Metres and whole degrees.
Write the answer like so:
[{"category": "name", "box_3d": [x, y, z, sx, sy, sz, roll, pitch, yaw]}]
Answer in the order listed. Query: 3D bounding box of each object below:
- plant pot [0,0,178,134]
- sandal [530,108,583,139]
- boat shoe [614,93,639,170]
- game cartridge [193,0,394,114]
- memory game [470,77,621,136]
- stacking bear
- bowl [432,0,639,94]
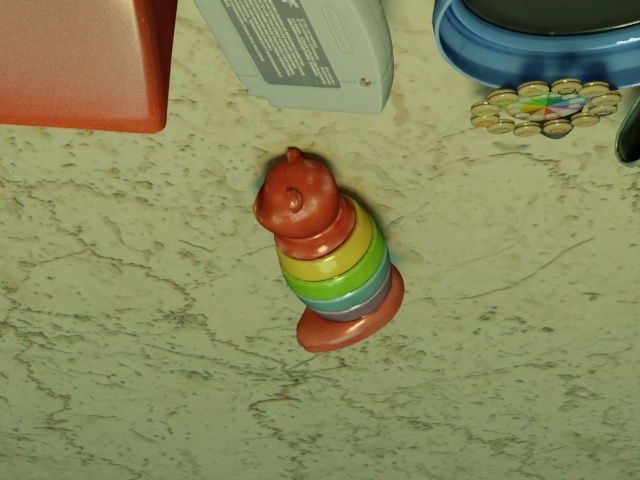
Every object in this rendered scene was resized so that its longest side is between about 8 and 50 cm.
[{"category": "plant pot", "box_3d": [-0.282, -0.290, 1.439, 0.267, 0.267, 0.236, 3, 135, -4]}, {"category": "sandal", "box_3d": [0.304, -0.180, 1.781, 0.067, 0.040, 0.179, 3, 147, -4]}, {"category": "boat shoe", "box_3d": [0.416, -0.151, 1.619, 0.099, 0.116, 0.319, -8, 165, -4]}, {"category": "game cartridge", "box_3d": [-0.032, -0.244, 1.502, 0.196, 0.060, 0.294, 11, 151, 28]}, {"category": "memory game", "box_3d": [0.272, -0.158, 1.717, 0.186, 0.012, 0.186, -4, 165, -1]}, {"category": "stacking bear", "box_3d": [0.000, 0.000, 1.973, 0.164, 0.175, 0.289, -9, 139, 19]}, {"category": "bowl", "box_3d": [0.312, -0.276, 1.528, 0.391, 0.077, 0.391, -5, 160, -2]}]
